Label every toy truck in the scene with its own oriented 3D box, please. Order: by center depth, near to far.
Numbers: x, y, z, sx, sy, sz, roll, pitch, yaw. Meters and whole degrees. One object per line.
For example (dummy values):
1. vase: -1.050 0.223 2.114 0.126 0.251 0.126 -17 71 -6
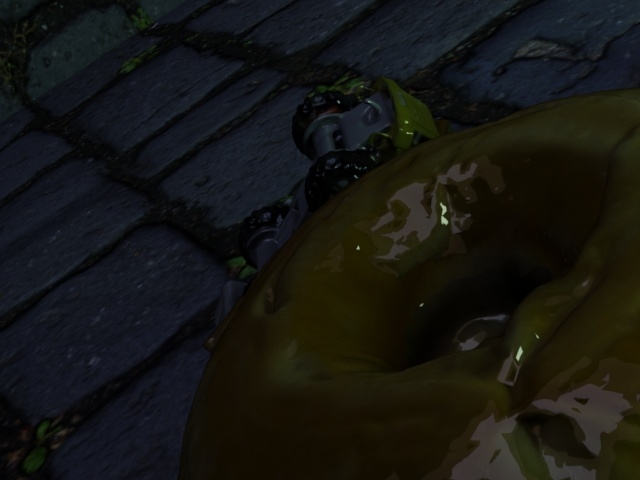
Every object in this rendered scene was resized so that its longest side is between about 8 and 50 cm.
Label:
1. toy truck: 0.000 0.000 0.921 0.286 0.111 0.136 -59 21 27

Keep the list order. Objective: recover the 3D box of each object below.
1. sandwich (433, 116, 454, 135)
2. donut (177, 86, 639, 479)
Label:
1. sandwich: 0.074 -0.028 0.994 0.113 0.079 0.163 -20 29 20
2. donut: 0.113 0.076 0.628 0.448 0.198 0.449 -25 25 13
